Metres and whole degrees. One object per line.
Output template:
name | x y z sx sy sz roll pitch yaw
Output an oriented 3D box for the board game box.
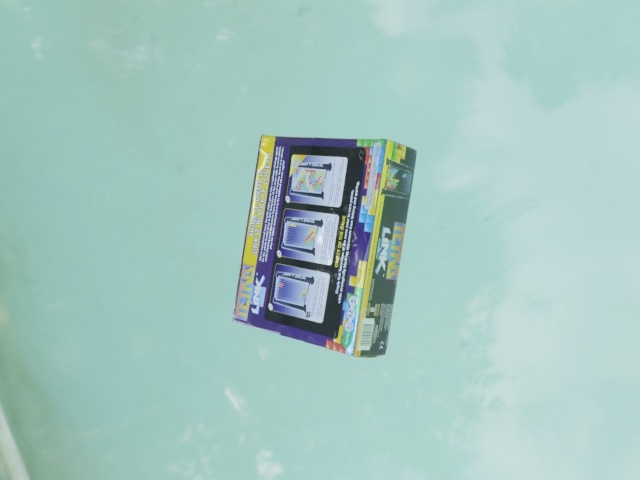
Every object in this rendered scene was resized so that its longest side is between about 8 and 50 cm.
board game box | 0.000 0.000 0.596 0.141 0.048 0.170 10 91 42
